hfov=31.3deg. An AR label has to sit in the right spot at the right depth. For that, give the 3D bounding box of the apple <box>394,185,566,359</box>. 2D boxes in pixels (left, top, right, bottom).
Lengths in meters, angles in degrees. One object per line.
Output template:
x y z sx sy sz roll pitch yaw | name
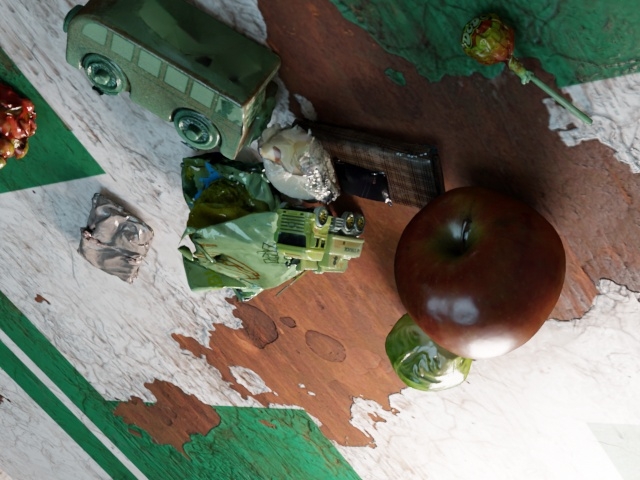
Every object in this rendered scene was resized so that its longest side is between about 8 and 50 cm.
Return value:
0.215 0.048 1.535 0.230 0.230 0.230 22 145 16 | apple

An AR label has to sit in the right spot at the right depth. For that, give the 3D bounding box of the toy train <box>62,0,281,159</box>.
-0.211 -0.249 1.588 0.326 0.129 0.159 31 143 3 | toy train

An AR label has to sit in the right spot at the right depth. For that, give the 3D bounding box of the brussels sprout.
0.175 0.179 1.826 0.155 0.117 0.155 30 156 15 | brussels sprout

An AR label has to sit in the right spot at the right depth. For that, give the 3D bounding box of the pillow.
-0.390 0.006 2.141 0.135 0.049 0.248 31 150 -4 | pillow

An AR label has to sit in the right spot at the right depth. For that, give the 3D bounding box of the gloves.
-0.023 -0.103 1.605 0.114 0.070 0.153 17 153 25 | gloves

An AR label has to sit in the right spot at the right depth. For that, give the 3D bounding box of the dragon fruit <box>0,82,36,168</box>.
-0.556 -0.193 1.948 0.150 0.208 0.133 -33 134 9 | dragon fruit

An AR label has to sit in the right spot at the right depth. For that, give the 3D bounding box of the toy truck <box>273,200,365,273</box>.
0.000 0.000 1.706 0.077 0.100 0.169 8 180 31 | toy truck

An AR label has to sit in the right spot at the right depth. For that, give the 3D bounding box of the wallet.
0.069 -0.104 1.616 0.230 0.042 0.124 13 141 28 | wallet

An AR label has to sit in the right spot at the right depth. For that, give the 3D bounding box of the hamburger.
-0.140 -0.007 1.820 0.260 0.150 0.276 -11 127 45 | hamburger

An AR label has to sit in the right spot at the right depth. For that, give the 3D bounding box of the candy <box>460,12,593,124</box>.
0.249 -0.197 1.350 0.201 0.060 0.060 36 148 -18 | candy
